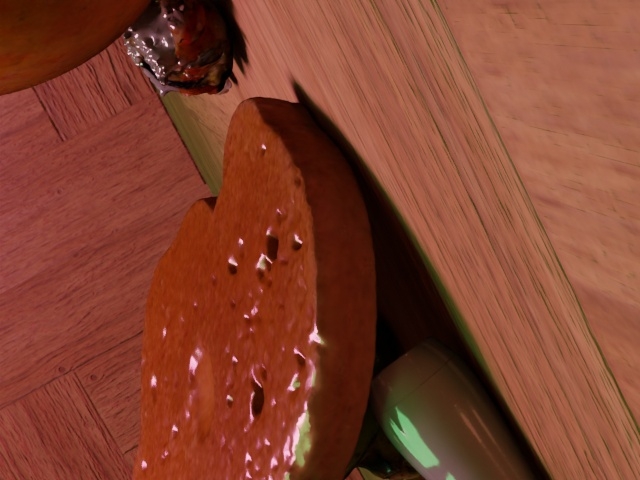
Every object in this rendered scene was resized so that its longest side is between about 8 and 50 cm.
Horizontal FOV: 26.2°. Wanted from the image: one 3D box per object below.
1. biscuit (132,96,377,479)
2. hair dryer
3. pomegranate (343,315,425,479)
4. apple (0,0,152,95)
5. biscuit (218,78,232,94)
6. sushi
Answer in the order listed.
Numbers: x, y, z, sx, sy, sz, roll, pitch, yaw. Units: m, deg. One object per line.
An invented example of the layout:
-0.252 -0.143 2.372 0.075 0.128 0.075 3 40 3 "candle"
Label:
-0.064 0.115 1.108 0.455 0.078 0.349 124 147 -48 "biscuit"
0.130 0.185 1.009 0.206 0.075 0.237 52 179 21 "hair dryer"
0.003 0.160 1.318 0.263 0.211 0.211 32 173 1 "pomegranate"
-0.303 -0.293 1.061 0.400 0.334 0.400 61 176 7 "apple"
-0.165 -0.266 1.509 0.250 0.032 0.133 61 174 -1 "biscuit"
-0.132 -0.188 1.271 0.226 0.103 0.097 134 124 -82 "sushi"
